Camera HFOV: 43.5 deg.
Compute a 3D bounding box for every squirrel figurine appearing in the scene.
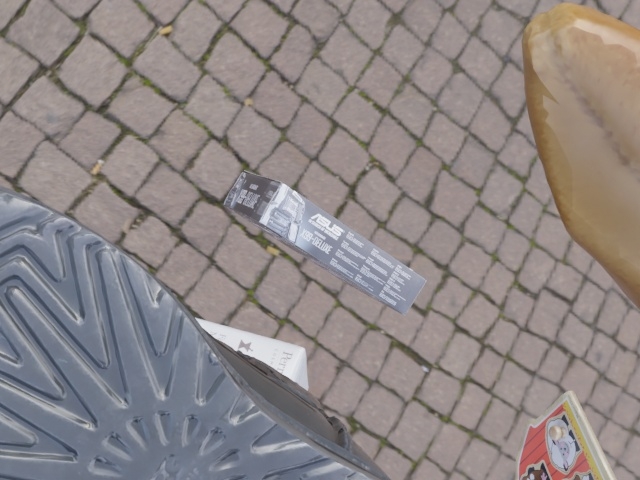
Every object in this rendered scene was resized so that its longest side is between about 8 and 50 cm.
[{"bbox_3d":[0.342,-0.061,0.605,0.370,0.281,0.397,-55,134,-53],"label":"squirrel figurine"}]

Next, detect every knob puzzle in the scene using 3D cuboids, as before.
[{"bbox_3d":[0.295,0.315,1.025,0.030,0.213,0.213,4,93,-22],"label":"knob puzzle"}]

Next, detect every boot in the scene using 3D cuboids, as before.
[{"bbox_3d":[-0.116,0.104,0.591,0.367,0.445,0.146,42,85,-10],"label":"boot"}]

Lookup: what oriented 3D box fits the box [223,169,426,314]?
[{"bbox_3d":[0.000,0.000,1.377,0.307,0.242,0.076,33,86,-21],"label":"box"}]

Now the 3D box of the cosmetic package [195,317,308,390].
[{"bbox_3d":[-0.124,0.212,1.061,0.184,0.151,0.151,13,61,9],"label":"cosmetic package"}]
